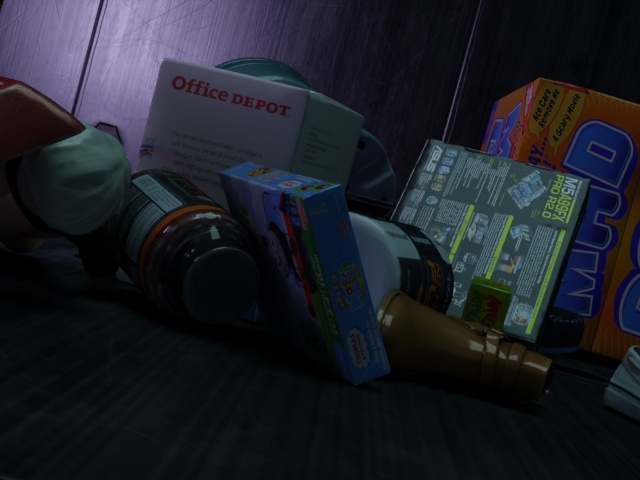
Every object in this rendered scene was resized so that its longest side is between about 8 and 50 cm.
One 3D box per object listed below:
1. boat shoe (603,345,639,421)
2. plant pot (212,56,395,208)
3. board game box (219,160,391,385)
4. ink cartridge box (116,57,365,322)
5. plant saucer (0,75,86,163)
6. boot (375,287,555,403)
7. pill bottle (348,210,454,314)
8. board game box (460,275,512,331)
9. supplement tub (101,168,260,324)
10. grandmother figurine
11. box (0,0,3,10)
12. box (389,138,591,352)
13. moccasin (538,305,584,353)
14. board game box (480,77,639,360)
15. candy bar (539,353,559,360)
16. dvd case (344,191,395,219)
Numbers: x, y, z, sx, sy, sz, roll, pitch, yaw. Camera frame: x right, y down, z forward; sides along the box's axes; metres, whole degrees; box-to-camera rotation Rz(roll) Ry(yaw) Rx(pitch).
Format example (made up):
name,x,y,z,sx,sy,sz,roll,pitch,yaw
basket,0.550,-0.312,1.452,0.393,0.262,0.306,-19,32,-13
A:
name,x,y,z,sx,sy,sz,roll,pitch,yaw
boat shoe,0.350,0.152,1.227,0.083,0.076,0.226,13,3,-27
plant pot,-0.061,-0.116,2.199,0.341,0.341,0.334,13,11,-32
board game box,-0.018,0.021,1.087,0.039,0.160,0.211,-20,15,-18
ink cartridge box,-0.082,-0.050,1.322,0.171,0.233,0.168,16,3,21
plant saucer,-0.341,-0.074,0.948,0.259,0.048,0.258,-25,23,-26
boot,0.128,0.101,1.140,0.152,0.073,0.197,20,7,20
pill bottle,0.060,0.041,1.315,0.130,0.130,0.245,16,3,22
board game box,0.168,0.089,1.343,0.043,0.092,0.181,16,3,7
supplement tub,-0.122,0.009,1.139,0.106,0.106,0.198,14,12,-30
grandmother figurine,-0.243,-0.042,1.126,0.208,0.104,0.342,50,-17,-11
box,-0.400,-0.164,1.206,0.142,0.300,0.154,16,3,-9
box,0.189,0.010,1.547,0.216,0.270,0.060,16,-38,14
moccasin,0.170,0.059,1.627,0.342,0.117,0.138,13,7,7
board game box,0.420,-0.016,1.968,0.356,0.356,0.356,16,0,-2
candy bar,0.275,0.139,1.716,0.040,0.018,0.161,14,2,-13
dvd case,0.000,0.000,1.689,0.018,0.164,0.221,51,17,20
